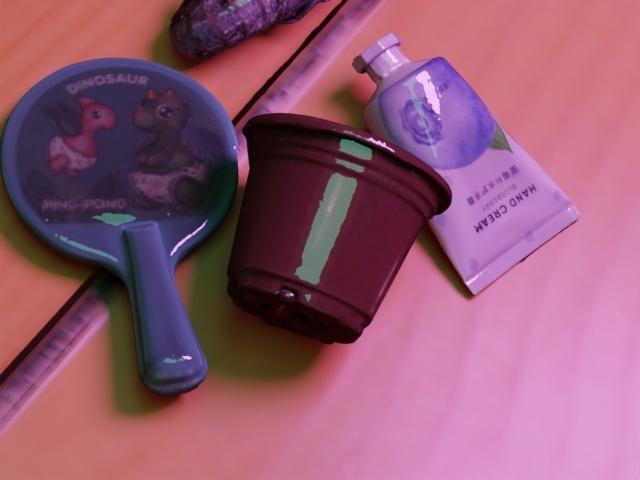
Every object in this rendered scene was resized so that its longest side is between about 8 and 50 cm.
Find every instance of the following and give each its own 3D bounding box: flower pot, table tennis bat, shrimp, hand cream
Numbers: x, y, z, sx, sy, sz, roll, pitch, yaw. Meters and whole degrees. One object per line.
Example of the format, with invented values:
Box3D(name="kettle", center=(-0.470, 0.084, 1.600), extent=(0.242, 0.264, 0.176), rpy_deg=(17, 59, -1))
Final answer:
Box3D(name="flower pot", center=(0.000, 0.000, 0.845), extent=(0.111, 0.111, 0.089), rpy_deg=(20, 75, 0))
Box3D(name="table tennis bat", center=(-0.094, -0.011, 0.866), extent=(0.124, 0.033, 0.201), rpy_deg=(-9, 59, -14))
Box3D(name="shrimp", center=(-0.017, -0.154, 0.943), extent=(0.165, 0.065, 0.056), rpy_deg=(-41, 108, -32))
Box3D(name="hand cream", center=(0.070, -0.049, 0.911), extent=(0.084, 0.053, 0.142), rpy_deg=(-34, 83, -26))
